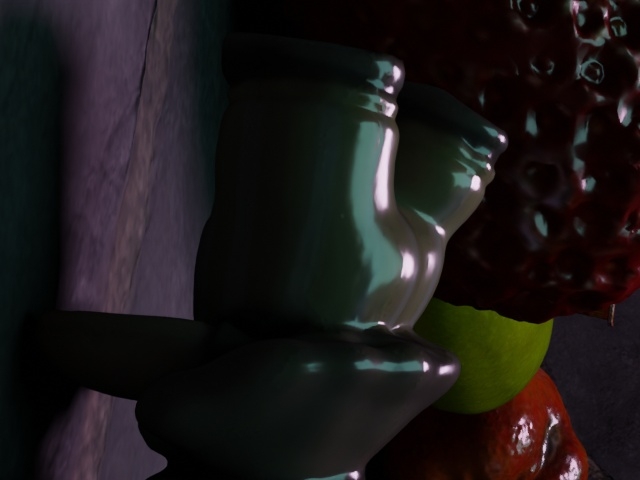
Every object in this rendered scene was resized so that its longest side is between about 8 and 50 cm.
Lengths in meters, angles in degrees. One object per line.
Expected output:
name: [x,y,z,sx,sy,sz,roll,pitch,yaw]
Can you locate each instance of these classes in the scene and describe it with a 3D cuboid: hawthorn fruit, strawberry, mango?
hawthorn fruit: [0.153,0.187,1.721,0.243,0.207,0.207,-91,-179,-61]
strawberry: [0.082,-0.111,0.998,0.292,0.310,0.291,-56,-158,38]
mango: [0.114,0.029,1.471,0.343,0.156,0.192,67,28,-68]

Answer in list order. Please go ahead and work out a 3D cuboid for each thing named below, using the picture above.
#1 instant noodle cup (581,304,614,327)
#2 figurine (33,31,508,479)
instant noodle cup: [0.203,-0.015,1.816,0.193,0.212,0.193,6,90,-81]
figurine: [-0.004,0.122,0.655,0.248,0.203,0.380,24,71,-77]
